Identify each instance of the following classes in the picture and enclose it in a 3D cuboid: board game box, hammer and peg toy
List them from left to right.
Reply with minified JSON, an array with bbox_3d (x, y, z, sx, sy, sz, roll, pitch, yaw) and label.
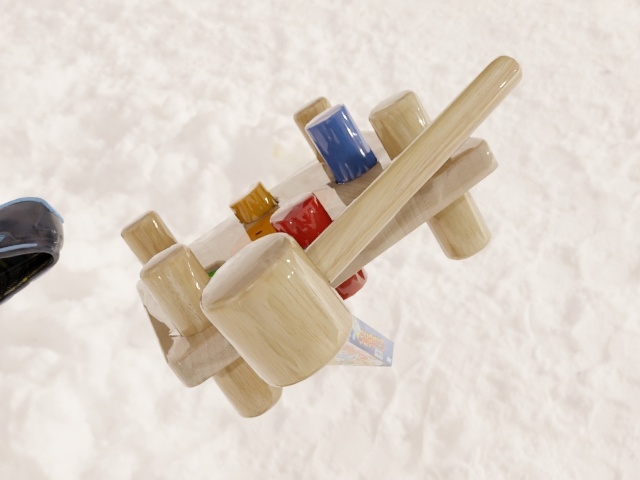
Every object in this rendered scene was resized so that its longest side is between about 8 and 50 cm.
[{"bbox_3d":[-0.009,0.115,0.947,0.136,0.201,0.035,-4,67,28],"label":"board game box"},{"bbox_3d":[0.000,0.000,0.550,0.266,0.127,0.361,-36,18,-11],"label":"hammer and peg toy"}]

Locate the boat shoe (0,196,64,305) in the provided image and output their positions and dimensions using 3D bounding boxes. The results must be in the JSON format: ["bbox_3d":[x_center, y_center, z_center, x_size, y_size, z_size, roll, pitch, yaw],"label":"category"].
[{"bbox_3d":[-0.380,0.048,0.783,0.258,0.109,0.089,-37,45,7],"label":"boat shoe"}]
